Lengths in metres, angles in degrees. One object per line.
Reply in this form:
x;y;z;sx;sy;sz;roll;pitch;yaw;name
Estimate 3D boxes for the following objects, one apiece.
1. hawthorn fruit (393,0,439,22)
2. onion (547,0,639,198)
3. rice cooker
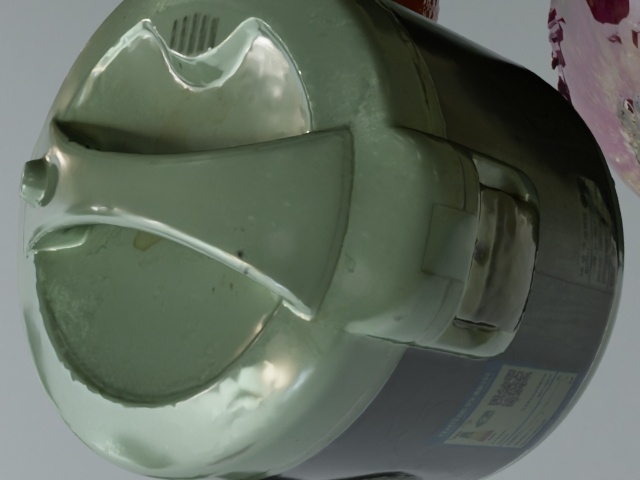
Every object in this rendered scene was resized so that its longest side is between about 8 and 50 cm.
-0.005;-0.214;1.029;0.179;0.200;0.179;-19;-165;5;hawthorn fruit
0.364;-0.147;0.979;0.345;0.358;0.358;-31;-157;5;onion
-0.002;0.001;0.703;0.288;0.288;0.277;20;-177;41;rice cooker
